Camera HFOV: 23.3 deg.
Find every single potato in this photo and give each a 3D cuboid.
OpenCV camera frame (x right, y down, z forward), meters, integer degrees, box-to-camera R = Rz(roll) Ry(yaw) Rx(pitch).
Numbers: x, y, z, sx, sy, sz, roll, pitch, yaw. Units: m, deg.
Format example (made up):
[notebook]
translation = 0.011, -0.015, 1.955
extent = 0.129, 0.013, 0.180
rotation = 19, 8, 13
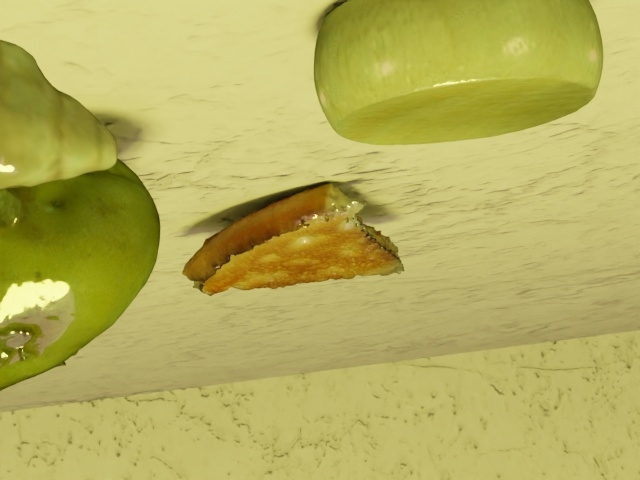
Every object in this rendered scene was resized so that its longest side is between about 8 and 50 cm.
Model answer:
[potato]
translation = -0.206, 0.018, 0.926
extent = 0.253, 0.148, 0.186
rotation = -22, -179, 25

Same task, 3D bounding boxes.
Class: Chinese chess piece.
[Chinese chess piece]
translation = 0.068, -0.090, 0.771
extent = 0.144, 0.058, 0.144
rotation = -6, 171, -1

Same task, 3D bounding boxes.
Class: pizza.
[pizza]
translation = 0.000, 0.000, 1.246
extent = 0.185, 0.052, 0.195
rotation = -25, 157, 38

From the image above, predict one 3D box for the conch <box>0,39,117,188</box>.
[conch]
translation = -0.247, -0.043, 0.414
extent = 0.386, 0.169, 0.203
rotation = -4, -164, -16
